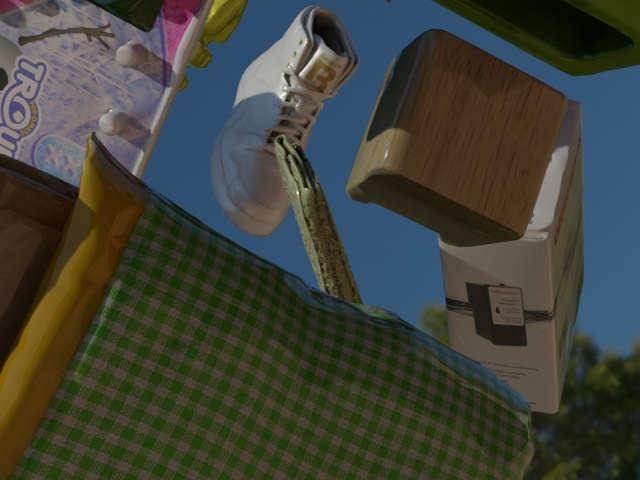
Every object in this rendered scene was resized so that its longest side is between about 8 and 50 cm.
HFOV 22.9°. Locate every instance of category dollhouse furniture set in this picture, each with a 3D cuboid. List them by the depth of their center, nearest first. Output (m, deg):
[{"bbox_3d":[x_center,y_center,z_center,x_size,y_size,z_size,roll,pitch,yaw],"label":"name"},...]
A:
[{"bbox_3d":[0.003,0.004,0.410,0.151,0.197,0.301,-20,47,66],"label":"dollhouse furniture set"}]

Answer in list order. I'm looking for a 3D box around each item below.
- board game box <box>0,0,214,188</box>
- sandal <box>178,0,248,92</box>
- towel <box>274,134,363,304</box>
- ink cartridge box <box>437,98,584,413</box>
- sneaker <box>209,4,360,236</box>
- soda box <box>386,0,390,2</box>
[{"bbox_3d":[-0.285,-0.115,0.957,0.390,0.390,0.050,-65,-11,21],"label":"board game box"},{"bbox_3d":[-0.212,-0.155,1.486,0.317,0.138,0.126,-49,-1,-4],"label":"sandal"},{"bbox_3d":[0.000,0.000,1.195,0.027,0.110,0.148,-20,-62,-1],"label":"towel"},{"bbox_3d":[0.153,0.010,1.231,0.208,0.087,0.153,80,-157,-45],"label":"ink cartridge box"},{"bbox_3d":[-0.038,-0.154,1.844,0.108,0.292,0.169,26,-45,-21],"label":"sneaker"},{"bbox_3d":[0.115,-0.340,1.667,0.083,0.092,0.263,-41,7,-18],"label":"soda box"}]
